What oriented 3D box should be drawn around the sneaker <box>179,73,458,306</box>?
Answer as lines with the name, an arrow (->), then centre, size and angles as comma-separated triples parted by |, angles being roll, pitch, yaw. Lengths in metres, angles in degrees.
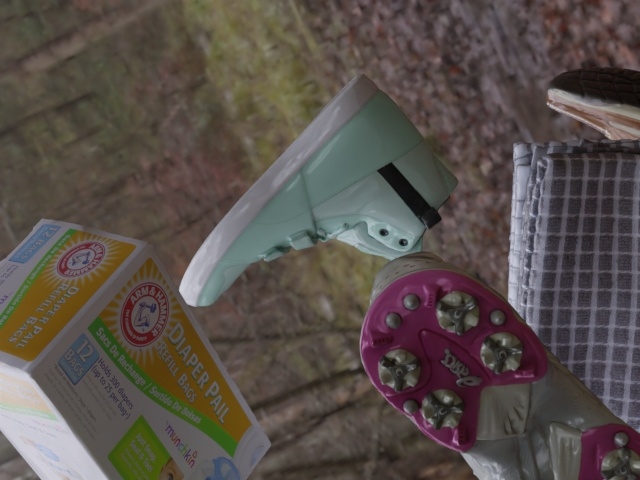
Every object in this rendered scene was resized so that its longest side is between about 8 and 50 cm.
sneaker -> 0.000, 0.000, 0.985 | 0.151, 0.256, 0.094 | 43, -164, -6

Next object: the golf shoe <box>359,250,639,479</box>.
golf shoe -> 0.142, 0.123, 0.770 | 0.306, 0.115, 0.140 | 52, -172, -14

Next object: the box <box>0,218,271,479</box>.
box -> -0.134, 0.099, 0.739 | 0.103, 0.114, 0.203 | 11, 141, 37

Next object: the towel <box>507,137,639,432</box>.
towel -> 0.298, 0.043, 1.092 | 0.121, 0.235, 0.284 | -56, -32, -82

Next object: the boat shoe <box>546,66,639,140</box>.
boat shoe -> 0.469, -0.156, 1.631 | 0.324, 0.122, 0.120 | 22, 129, 34
